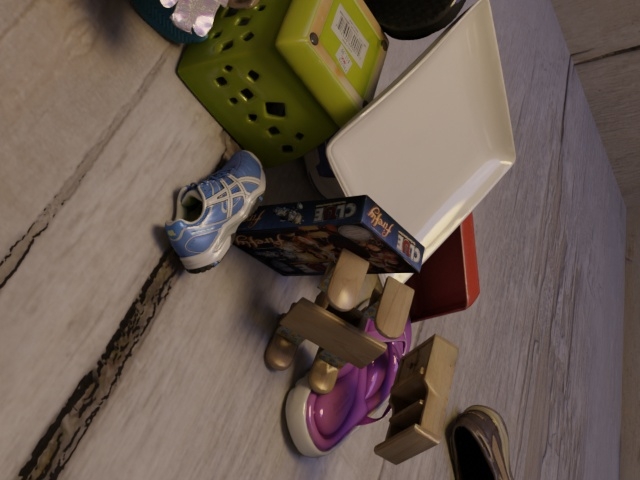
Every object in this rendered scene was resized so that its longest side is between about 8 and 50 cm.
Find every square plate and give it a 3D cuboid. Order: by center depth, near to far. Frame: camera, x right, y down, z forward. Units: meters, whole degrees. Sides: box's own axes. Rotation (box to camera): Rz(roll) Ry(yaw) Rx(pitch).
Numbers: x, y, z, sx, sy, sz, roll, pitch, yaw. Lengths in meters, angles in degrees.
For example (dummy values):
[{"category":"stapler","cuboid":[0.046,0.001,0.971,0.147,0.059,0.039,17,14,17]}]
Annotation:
[{"category":"square plate","cuboid":[0.162,-0.134,1.121,0.347,0.049,0.344,-45,139,-17]}]

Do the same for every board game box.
[{"category":"board game box","cuboid":[0.000,0.000,1.032,0.165,0.243,0.042,36,59,-47]}]

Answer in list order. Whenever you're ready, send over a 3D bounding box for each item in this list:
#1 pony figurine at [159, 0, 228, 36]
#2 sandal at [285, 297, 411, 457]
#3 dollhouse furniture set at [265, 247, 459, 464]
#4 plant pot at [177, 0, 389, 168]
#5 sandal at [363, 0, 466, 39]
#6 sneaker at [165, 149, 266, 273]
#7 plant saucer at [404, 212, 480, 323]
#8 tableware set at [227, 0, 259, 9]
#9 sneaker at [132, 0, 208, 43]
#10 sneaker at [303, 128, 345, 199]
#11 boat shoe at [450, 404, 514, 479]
[{"category":"pony figurine","cuboid":[-0.164,-0.434,0.759,0.302,0.363,0.351,22,86,-26]},{"category":"sandal","cuboid":[0.088,0.224,1.233,0.416,0.102,0.169,-41,116,-52]},{"category":"dollhouse furniture set","cuboid":[0.054,0.173,1.022,0.242,0.212,0.161,31,50,-10]},{"category":"plant pot","cuboid":[-0.035,-0.270,1.080,0.228,0.207,0.227,46,50,-39]},{"category":"sandal","cuboid":[0.126,-0.409,1.207,0.107,0.446,0.167,35,96,-33]},{"category":"sneaker","cuboid":[-0.138,-0.056,0.990,0.081,0.080,0.211,57,38,-34]},{"category":"plant saucer","cuboid":[0.218,0.016,1.374,0.047,0.258,0.259,2,77,-18]},{"category":"tableware set","cuboid":[-0.113,-0.370,1.035,0.141,0.168,0.020,-62,145,-24]},{"category":"sneaker","cuboid":[-0.214,-0.358,0.951,0.229,0.087,0.092,52,49,-35]},{"category":"sneaker","cuboid":[0.117,-0.084,1.294,0.315,0.182,0.127,58,36,-31]},{"category":"boat shoe","cuboid":[0.338,0.529,1.530,0.130,0.132,0.355,-4,76,-47]}]
